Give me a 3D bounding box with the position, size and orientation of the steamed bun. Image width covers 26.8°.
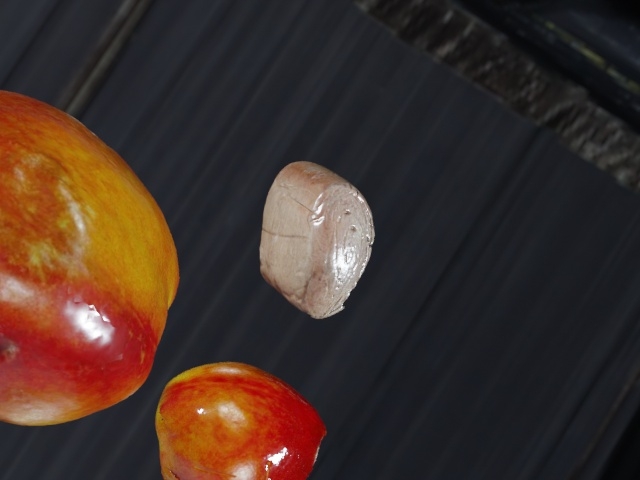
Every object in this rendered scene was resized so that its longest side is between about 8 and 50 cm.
[{"bbox_3d":[0.000,0.000,1.644,0.106,0.175,0.145,4,14,-33],"label":"steamed bun"}]

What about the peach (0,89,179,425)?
[{"bbox_3d":[-0.210,0.011,0.889,0.243,0.199,0.243,44,1,-1],"label":"peach"}]

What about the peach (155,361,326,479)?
[{"bbox_3d":[-0.092,0.233,1.578,0.197,0.197,0.197,32,-6,4],"label":"peach"}]
